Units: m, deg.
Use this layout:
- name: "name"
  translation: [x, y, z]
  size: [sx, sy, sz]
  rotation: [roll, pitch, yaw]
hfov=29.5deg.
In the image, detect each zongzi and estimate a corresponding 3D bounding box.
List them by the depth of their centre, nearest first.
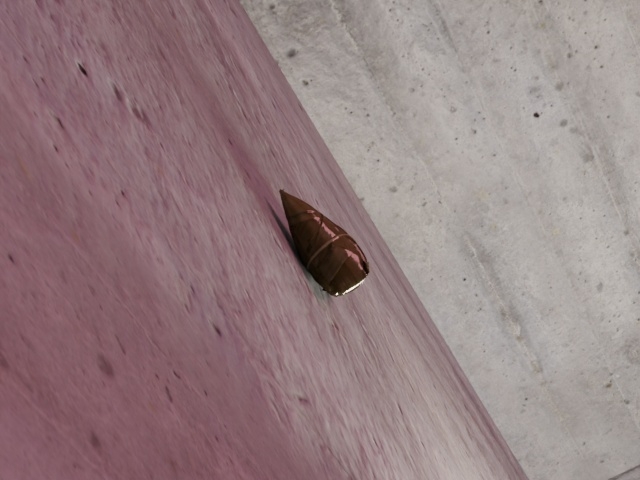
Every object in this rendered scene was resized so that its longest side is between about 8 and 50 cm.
- name: "zongzi"
  translation: [0.000, 0.000, 1.801]
  size: [0.178, 0.081, 0.189]
  rotation: [53, 1, 3]
